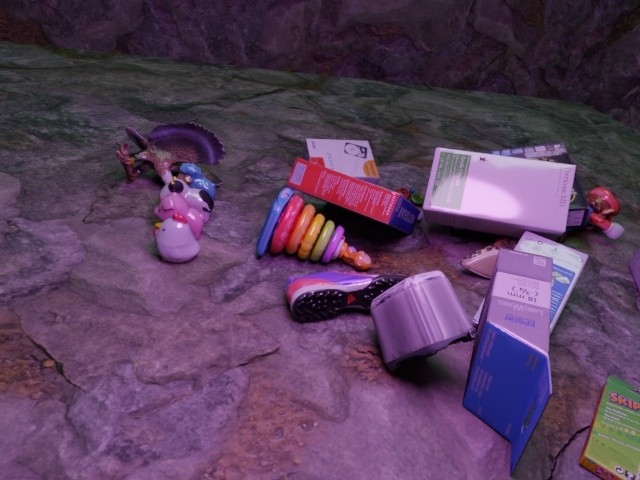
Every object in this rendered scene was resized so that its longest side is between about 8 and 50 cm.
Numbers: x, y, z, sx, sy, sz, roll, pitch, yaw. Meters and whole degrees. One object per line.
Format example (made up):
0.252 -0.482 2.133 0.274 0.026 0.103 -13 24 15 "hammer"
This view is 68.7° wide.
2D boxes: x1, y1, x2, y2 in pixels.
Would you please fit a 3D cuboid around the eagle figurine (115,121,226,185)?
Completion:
-0.457 -0.250 1.451 0.299 0.225 0.226 -15 26 -17 "eagle figurine"

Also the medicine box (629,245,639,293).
1.048 0.121 1.293 0.264 0.149 0.289 18 34 13 "medicine box"

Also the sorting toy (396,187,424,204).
0.309 -0.149 1.631 0.102 0.042 0.061 25 49 2 "sorting toy"

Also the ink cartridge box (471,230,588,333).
0.515 0.129 1.155 0.166 0.065 0.332 28 58 27 "ink cartridge box"

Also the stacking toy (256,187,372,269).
0.000 0.000 1.233 0.302 0.165 0.175 25 26 0 "stacking toy"

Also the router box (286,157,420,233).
0.109 -0.119 1.344 0.301 0.082 0.335 23 4 20 "router box"

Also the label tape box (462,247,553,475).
0.342 0.206 0.868 0.106 0.240 0.333 14 38 18 "label tape box"

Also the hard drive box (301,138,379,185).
0.066 -0.256 1.627 0.233 0.089 0.181 -2 57 -16 "hard drive box"

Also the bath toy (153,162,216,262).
-0.371 -0.082 1.256 0.152 0.128 0.348 5 33 -8 "bath toy"

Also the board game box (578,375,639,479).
0.587 0.366 0.891 0.124 0.039 0.259 29 40 27 "board game box"

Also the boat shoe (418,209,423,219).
0.262 -0.095 1.526 0.142 0.049 0.040 14 14 4 "boat shoe"

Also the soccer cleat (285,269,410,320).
0.075 0.110 1.098 0.319 0.108 0.116 -5 31 -17 "soccer cleat"

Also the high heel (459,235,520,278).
0.487 0.034 1.359 0.262 0.093 0.186 -4 23 -15 "high heel"

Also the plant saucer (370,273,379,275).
0.147 0.115 1.188 0.084 0.013 0.083 7 33 -4 "plant saucer"

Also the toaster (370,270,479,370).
0.195 0.156 0.922 0.129 0.227 0.146 -10 69 -30 "toaster"

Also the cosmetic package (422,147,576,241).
0.493 -0.126 1.323 0.366 0.196 0.155 10 -10 17 "cosmetic package"

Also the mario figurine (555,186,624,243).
0.885 -0.062 1.605 0.321 0.170 0.197 -16 75 -18 "mario figurine"

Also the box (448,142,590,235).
0.603 -0.166 1.507 0.396 0.097 0.318 -4 45 14 "box"
